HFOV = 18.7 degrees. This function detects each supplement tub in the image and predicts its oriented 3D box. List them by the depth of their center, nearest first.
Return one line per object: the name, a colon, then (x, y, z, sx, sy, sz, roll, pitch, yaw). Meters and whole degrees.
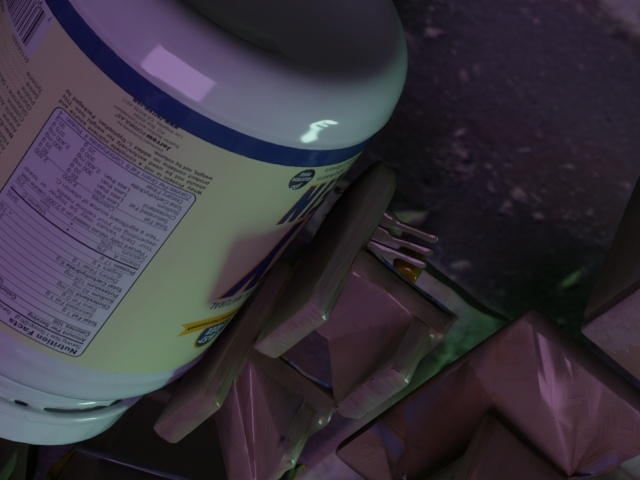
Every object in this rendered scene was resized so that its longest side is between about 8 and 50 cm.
supplement tub: (-0.123, -0.052, 1.178, 0.235, 0.235, 0.325, 33, 123, -8)

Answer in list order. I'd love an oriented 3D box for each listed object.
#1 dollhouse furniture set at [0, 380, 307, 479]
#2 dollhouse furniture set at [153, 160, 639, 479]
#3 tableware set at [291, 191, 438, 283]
dollhouse furniture set: (-0.175, 0.188, 1.376, 0.301, 0.197, 0.151, 17, 124, 4)
dollhouse furniture set: (0.171, 0.067, 1.213, 0.362, 0.256, 0.394, 38, 138, -10)
tableware set: (0.000, 0.000, 1.316, 0.154, 0.024, 0.104, 21, 128, -1)
